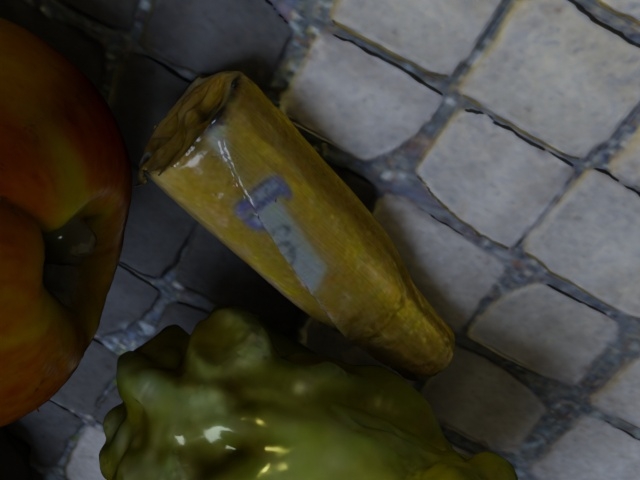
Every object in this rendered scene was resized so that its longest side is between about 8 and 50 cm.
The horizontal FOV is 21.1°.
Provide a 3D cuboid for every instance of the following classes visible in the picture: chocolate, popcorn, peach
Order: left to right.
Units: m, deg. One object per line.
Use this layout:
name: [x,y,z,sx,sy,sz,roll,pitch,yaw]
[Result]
peach: [-0.243,-0.015,0.929,0.281,0.238,0.281,17,156,8]
chocolate: [0.000,0.000,0.963,0.085,0.086,0.219,-25,123,38]
popcorn: [0.010,0.156,1.003,0.286,0.174,0.225,28,-178,22]

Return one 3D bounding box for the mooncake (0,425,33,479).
mooncake: [-0.309,0.187,1.235,0.228,0.124,0.228,9,137,8]
